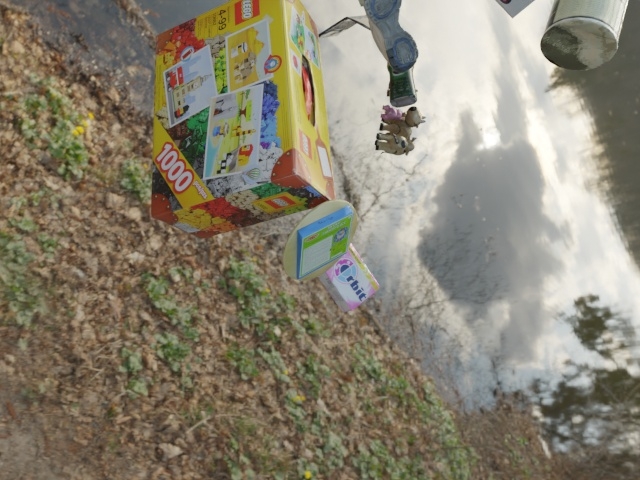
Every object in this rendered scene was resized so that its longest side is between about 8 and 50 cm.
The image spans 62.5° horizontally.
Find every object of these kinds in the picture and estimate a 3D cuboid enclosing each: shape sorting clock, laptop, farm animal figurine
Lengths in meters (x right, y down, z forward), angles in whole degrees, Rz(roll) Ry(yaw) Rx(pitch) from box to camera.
[{"bbox_3d":[0.000,0.000,1.150,0.206,0.206,0.040,-2,37,-50],"label":"shape sorting clock"},{"bbox_3d":[0.151,-0.854,2.188,0.136,0.265,0.234,63,34,-9],"label":"laptop"},{"bbox_3d":[0.316,-0.436,2.058,0.326,0.173,0.330,91,13,-66],"label":"farm animal figurine"}]

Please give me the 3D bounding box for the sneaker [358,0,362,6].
[{"bbox_3d":[0.231,-0.968,1.949,0.094,0.256,0.151,-30,101,-46],"label":"sneaker"}]

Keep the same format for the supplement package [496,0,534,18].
[{"bbox_3d":[0.507,-0.697,1.224,0.145,0.262,0.203,32,48,-23],"label":"supplement package"}]

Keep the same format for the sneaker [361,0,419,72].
[{"bbox_3d":[0.164,-0.597,1.420,0.297,0.111,0.129,66,-6,-34],"label":"sneaker"}]

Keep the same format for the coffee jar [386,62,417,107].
[{"bbox_3d":[0.288,-0.571,1.871,0.079,0.096,0.184,28,58,-64],"label":"coffee jar"}]

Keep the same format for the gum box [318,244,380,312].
[{"bbox_3d":[0.060,0.087,1.371,0.107,0.062,0.188,-35,93,-25],"label":"gum box"}]

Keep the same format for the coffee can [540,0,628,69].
[{"bbox_3d":[0.768,-0.665,1.514,0.202,0.202,0.275,34,70,-38],"label":"coffee can"}]

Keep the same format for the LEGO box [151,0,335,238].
[{"bbox_3d":[-0.189,-0.294,1.242,0.193,0.373,0.499,32,48,-59],"label":"LEGO box"}]
